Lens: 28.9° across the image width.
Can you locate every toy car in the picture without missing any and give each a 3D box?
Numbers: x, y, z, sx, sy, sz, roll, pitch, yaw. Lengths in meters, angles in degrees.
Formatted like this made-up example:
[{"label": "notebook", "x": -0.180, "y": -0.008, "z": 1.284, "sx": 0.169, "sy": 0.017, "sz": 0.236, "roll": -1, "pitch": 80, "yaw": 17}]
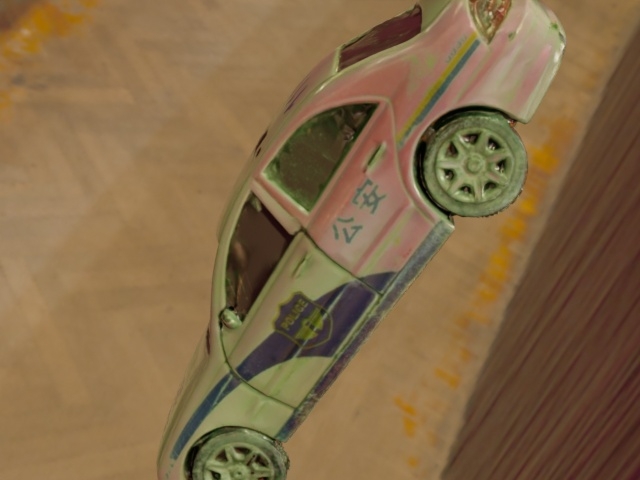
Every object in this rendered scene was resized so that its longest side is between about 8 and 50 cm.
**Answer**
[{"label": "toy car", "x": 0.000, "y": 0.000, "z": 0.444, "sx": 0.076, "sy": 0.224, "sz": 0.090, "roll": 34, "pitch": 17, "yaw": -10}]
